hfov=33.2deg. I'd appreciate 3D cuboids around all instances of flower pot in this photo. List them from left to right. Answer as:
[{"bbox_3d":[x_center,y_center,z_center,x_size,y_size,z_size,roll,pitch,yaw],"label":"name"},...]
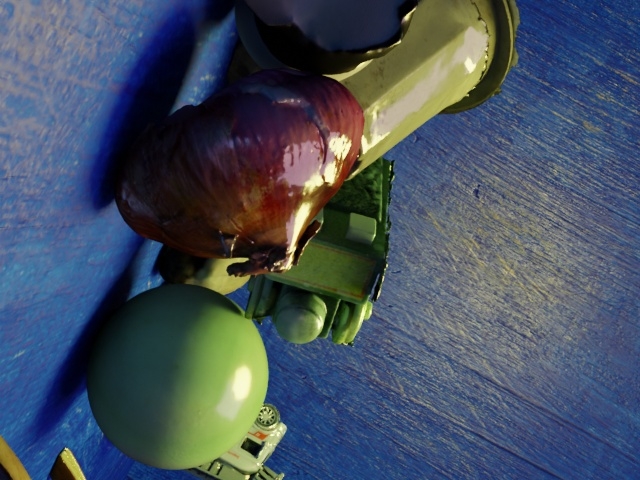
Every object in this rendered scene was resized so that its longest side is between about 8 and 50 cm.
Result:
[{"bbox_3d":[0.041,-0.213,1.222,0.259,0.290,0.290,-43,170,-32],"label":"flower pot"}]

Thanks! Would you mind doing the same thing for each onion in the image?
[{"bbox_3d":[-0.058,-0.049,0.940,0.230,0.163,0.230,-28,167,-7],"label":"onion"}]

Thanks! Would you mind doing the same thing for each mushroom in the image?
[{"bbox_3d":[-0.098,-0.063,1.502,0.344,0.130,0.247,-60,175,3],"label":"mushroom"}]

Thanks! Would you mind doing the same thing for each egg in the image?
[{"bbox_3d":[-0.177,0.170,1.326,0.220,0.220,0.270,-60,-176,-29],"label":"egg"}]

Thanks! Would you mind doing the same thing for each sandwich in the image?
[{"bbox_3d":[-0.380,0.345,1.601,0.031,0.044,0.083,-68,144,-58],"label":"sandwich"}]

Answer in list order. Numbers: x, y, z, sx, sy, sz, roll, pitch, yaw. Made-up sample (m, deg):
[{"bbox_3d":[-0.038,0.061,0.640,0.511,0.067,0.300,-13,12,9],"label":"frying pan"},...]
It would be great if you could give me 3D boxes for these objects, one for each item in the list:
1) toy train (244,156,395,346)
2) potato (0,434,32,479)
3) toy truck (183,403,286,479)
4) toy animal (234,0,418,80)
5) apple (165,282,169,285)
[{"bbox_3d":[0.000,0.000,1.295,0.272,0.159,0.188,-81,-172,-55],"label":"toy train"},{"bbox_3d":[-0.277,0.254,0.893,0.243,0.138,0.098,-58,-175,18],"label":"potato"},{"bbox_3d":[-0.218,0.371,2.072,0.184,0.338,0.133,-60,180,-33],"label":"toy truck"},{"bbox_3d":[-0.009,-0.220,0.971,0.138,0.166,0.179,-46,-171,-11],"label":"toy animal"},{"bbox_3d":[-0.206,0.143,1.689,0.163,0.139,0.163,-60,177,-5],"label":"apple"}]
